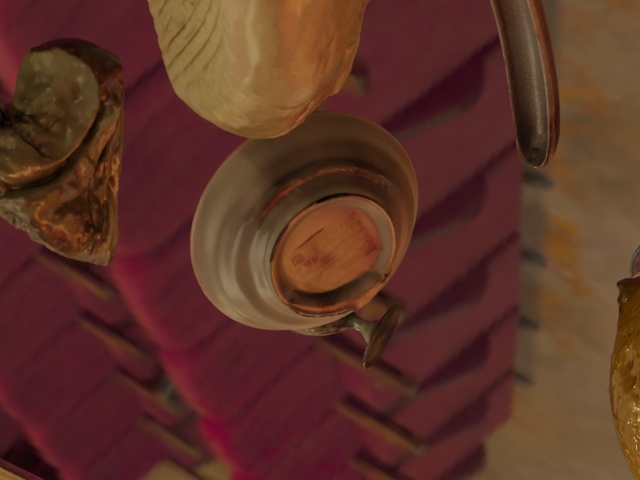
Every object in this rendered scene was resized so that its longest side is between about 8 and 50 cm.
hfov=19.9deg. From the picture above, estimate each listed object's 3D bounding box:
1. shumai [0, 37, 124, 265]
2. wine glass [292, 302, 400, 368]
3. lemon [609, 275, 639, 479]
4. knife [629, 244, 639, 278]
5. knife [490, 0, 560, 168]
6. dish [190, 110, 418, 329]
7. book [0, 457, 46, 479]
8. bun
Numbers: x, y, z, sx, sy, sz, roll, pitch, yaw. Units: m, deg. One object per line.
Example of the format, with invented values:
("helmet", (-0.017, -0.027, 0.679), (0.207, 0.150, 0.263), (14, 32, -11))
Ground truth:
("shumai", (-0.342, -0.142, 2.538), (0.304, 0.263, 0.309), (36, -171, -23))
("wine glass", (-0.013, 0.069, 2.168), (0.202, 0.093, 0.093), (26, 162, 16))
("lemon", (0.347, 0.132, 1.460), (0.228, 0.228, 0.253), (141, 116, -73))
("knife", (0.375, -0.069, 1.604), (0.044, 0.313, 0.019), (21, -144, -36))
("knife", (0.163, -0.171, 1.459), (0.123, 0.053, 0.278), (25, 150, 40))
("dish", (0.000, 0.000, 1.888), (0.260, 0.260, 0.085), (47, -179, -39))
("book", (-0.382, 0.322, 2.396), (0.264, 0.027, 0.202), (26, 173, 0))
("bun", (-0.048, -0.271, 1.674), (0.361, 0.213, 0.361), (164, 90, -71))
